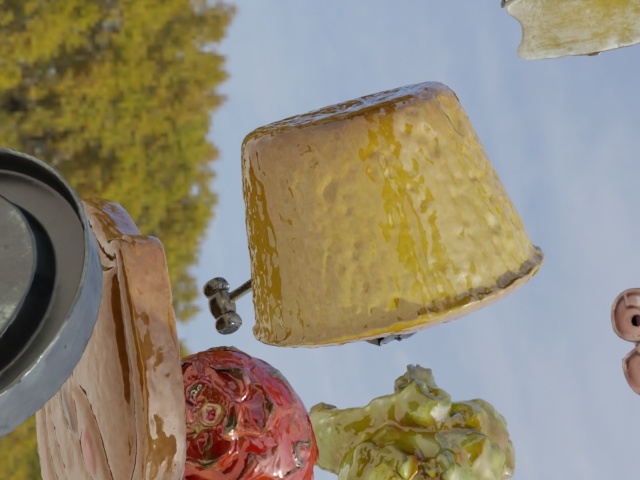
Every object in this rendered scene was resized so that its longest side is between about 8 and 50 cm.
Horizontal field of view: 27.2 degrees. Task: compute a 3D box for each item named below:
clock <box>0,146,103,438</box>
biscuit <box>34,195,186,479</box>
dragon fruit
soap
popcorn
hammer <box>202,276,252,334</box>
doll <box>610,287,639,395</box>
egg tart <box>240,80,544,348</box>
[{"bbox_3d":[-0.306,0.047,1.038,0.055,0.281,0.280,71,-3,-52],"label":"clock"},{"bbox_3d":[-0.223,0.161,1.330,0.349,0.078,0.455,64,-32,33],"label":"biscuit"},{"bbox_3d":[-0.118,0.253,1.659,0.241,0.252,0.241,-29,-143,25],"label":"dragon fruit"},{"bbox_3d":[0.334,-0.307,1.599,0.274,0.174,0.089,-53,131,-56],"label":"soap"},{"bbox_3d":[0.145,0.365,1.974,0.325,0.321,0.290,-58,-152,6],"label":"popcorn"},{"bbox_3d":[0.000,0.000,1.344,0.292,0.029,0.058,-34,-118,19],"label":"hammer"},{"bbox_3d":[0.492,0.107,1.557,0.216,0.268,0.284,-18,-108,29],"label":"doll"},{"bbox_3d":[0.042,-0.014,0.929,0.215,0.215,0.170,9,-65,69],"label":"egg tart"}]
